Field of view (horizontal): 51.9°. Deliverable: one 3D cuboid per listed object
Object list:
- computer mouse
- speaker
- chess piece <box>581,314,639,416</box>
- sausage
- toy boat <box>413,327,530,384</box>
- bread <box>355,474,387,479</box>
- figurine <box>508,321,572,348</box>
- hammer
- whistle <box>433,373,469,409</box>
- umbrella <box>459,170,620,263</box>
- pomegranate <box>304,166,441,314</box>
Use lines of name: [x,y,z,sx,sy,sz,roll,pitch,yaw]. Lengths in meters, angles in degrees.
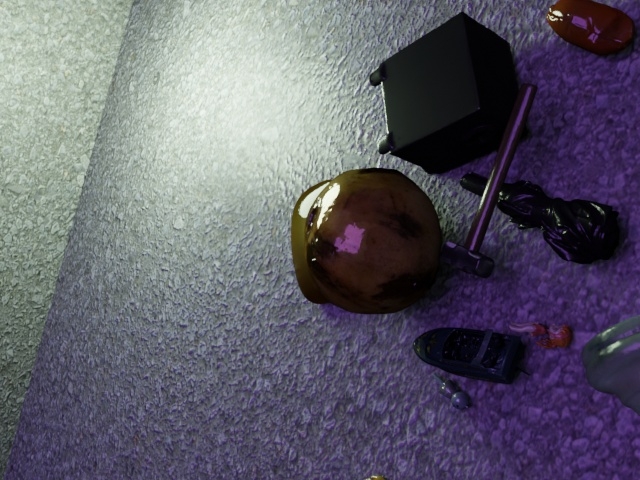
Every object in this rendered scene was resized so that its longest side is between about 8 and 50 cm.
computer mouse: [0.000,0.000,1.609,0.158,0.072,0.310,-21,66,41]
speaker: [0.260,-0.285,1.359,0.254,0.184,0.232,-24,62,42]
chess piece: [0.518,0.265,0.935,0.195,0.195,0.298,-36,48,31]
sausage: [0.507,-0.401,1.229,0.179,0.089,0.089,44,110,37]
toy boat: [0.275,0.213,1.272,0.246,0.103,0.092,1,56,49]
bread: [0.111,0.597,1.357,0.140,0.169,0.160,-34,98,33]
figurine: [0.399,0.167,1.194,0.109,0.064,0.047,8,109,31]
hammer: [0.328,-0.114,1.227,0.111,0.044,0.365,28,101,59]
whistle: [0.259,0.301,1.306,0.100,0.035,0.035,43,109,43]
umbrella: [0.394,-0.059,1.224,0.340,0.118,0.118,33,102,44]
pomegranate: [0.104,0.000,1.353,0.322,0.322,0.321,-13,70,41]
